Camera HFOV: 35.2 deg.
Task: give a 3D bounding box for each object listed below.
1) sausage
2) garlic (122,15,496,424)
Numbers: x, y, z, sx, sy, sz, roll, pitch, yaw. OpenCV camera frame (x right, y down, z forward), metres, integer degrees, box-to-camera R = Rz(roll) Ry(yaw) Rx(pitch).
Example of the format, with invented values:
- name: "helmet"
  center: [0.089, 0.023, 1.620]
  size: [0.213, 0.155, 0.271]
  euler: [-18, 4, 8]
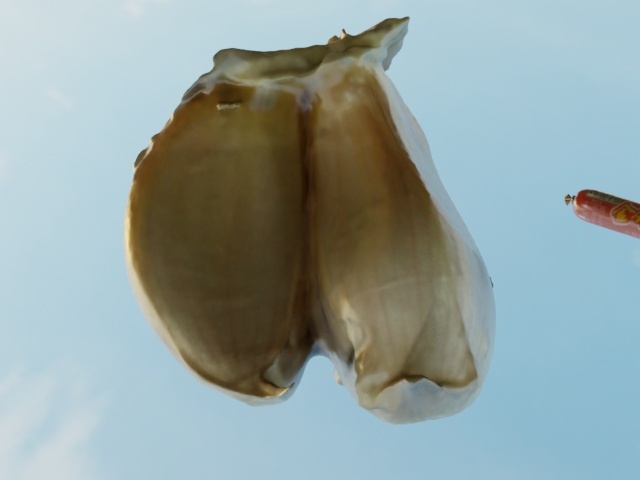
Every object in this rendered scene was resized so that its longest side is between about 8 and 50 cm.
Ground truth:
- name: "sausage"
  center: [0.356, -0.032, 1.188]
  size: [0.145, 0.050, 0.048]
  euler: [22, -159, 30]
- name: "garlic"
  center: [0.000, 0.000, 0.797]
  size: [0.286, 0.249, 0.313]
  euler: [-6, -104, -22]
